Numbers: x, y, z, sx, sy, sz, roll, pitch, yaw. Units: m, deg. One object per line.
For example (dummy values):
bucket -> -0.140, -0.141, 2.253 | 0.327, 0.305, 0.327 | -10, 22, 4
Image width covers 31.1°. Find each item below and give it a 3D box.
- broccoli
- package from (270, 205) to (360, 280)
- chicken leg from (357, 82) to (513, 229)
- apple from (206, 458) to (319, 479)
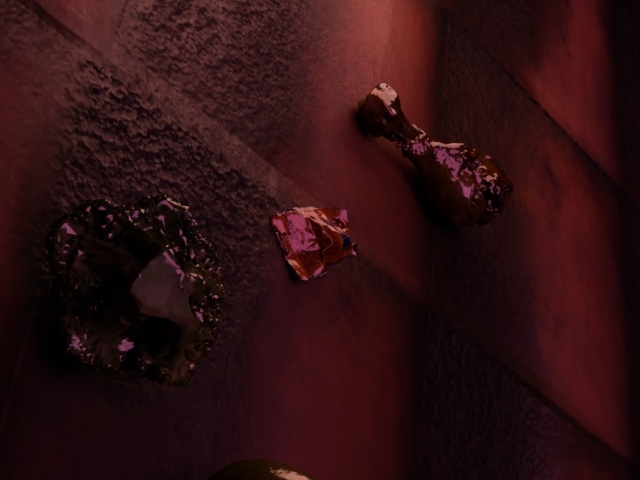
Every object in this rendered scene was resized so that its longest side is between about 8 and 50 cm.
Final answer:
broccoli -> -0.143, 0.042, 0.925 | 0.146, 0.138, 0.162 | -11, 94, -22
package -> 0.001, -0.001, 1.209 | 0.111, 0.033, 0.077 | -12, 91, -49
chicken leg -> 0.138, -0.101, 1.408 | 0.251, 0.087, 0.107 | 37, 24, -26
apple -> -0.020, 0.266, 0.918 | 0.196, 0.196, 0.156 | 29, 80, -41
